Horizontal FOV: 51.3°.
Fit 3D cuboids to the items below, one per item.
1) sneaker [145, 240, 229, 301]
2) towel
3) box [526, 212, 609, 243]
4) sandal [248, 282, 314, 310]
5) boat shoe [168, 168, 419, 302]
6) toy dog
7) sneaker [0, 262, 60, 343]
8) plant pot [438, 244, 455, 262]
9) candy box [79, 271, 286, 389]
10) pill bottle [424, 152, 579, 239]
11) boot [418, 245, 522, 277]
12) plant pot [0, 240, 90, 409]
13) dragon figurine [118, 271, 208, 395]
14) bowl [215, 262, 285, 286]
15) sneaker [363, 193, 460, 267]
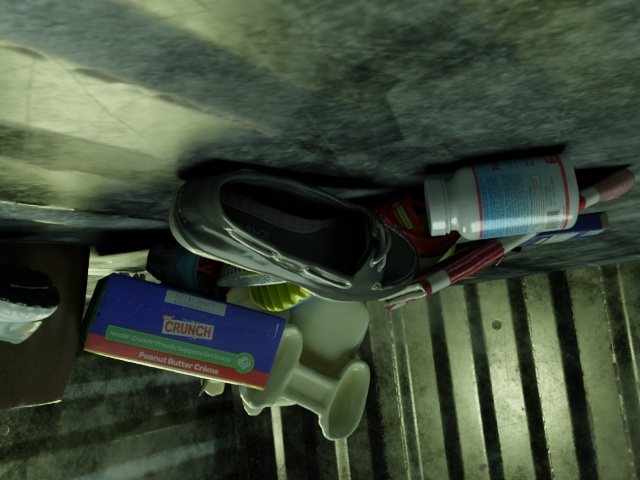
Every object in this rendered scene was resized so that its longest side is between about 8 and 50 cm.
[{"bbox_3d":[-0.218,0.042,1.120,0.125,0.104,0.262,11,168,5],"label":"sneaker"},{"bbox_3d":[0.251,0.008,0.942,0.329,0.037,0.237,-28,175,-12],"label":"towel"},{"bbox_3d":[0.437,-0.014,1.326,0.225,0.036,0.136,-8,171,3],"label":"box"},{"bbox_3d":[-0.007,0.054,1.197,0.317,0.126,0.138,-12,174,41],"label":"sandal"},{"bbox_3d":[0.000,0.000,0.742,0.335,0.112,0.095,14,160,-32],"label":"boat shoe"},{"bbox_3d":[-0.105,0.181,1.417,0.284,0.395,0.408,22,172,-33],"label":"toy dog"},{"bbox_3d":[-0.471,0.075,0.821,0.271,0.100,0.108,22,115,-38],"label":"sneaker"},{"bbox_3d":[0.176,-0.010,1.066,0.083,0.083,0.079,-7,159,6],"label":"plant pot"},{"bbox_3d":[-0.238,0.145,1.076,0.268,0.122,0.317,18,167,-19],"label":"candy box"},{"bbox_3d":[0.203,-0.047,0.760,0.160,0.087,0.087,-7,172,6],"label":"pill bottle"},{"bbox_3d":[0.312,0.037,1.525,0.248,0.090,0.207,2,156,-38],"label":"boot"},{"bbox_3d":[-0.455,0.133,1.006,0.215,0.230,0.215,-6,172,-1],"label":"plant pot"},{"bbox_3d":[-0.313,0.179,1.363,0.144,0.289,0.085,-24,-179,33],"label":"dragon figurine"},{"bbox_3d":[-0.084,0.024,1.053,0.170,0.080,0.170,-7,172,-1],"label":"bowl"},{"bbox_3d":[0.079,-0.022,0.905,0.279,0.107,0.118,-7,157,-27],"label":"sneaker"}]
